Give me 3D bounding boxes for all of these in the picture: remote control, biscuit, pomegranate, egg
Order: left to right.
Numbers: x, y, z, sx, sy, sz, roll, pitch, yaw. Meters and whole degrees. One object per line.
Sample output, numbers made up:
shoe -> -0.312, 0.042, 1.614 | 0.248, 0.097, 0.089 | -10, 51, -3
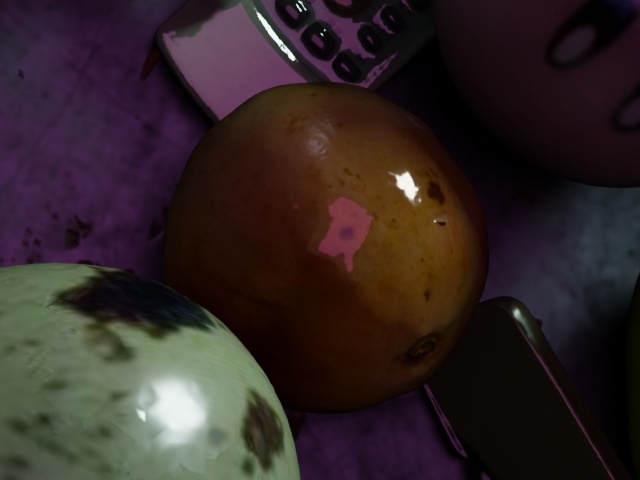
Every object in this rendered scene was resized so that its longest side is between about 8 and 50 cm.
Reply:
egg -> -0.176, 0.184, 0.994 | 0.287, 0.287, 0.379 | 39, 75, -4
pomegranate -> 0.004, 0.001, 1.112 | 0.191, 0.191, 0.191 | 2, 82, -12
remote control -> 0.032, -0.169, 1.217 | 0.285, 0.038, 0.123 | -41, 92, -14
biscuit -> 0.160, 0.180, 1.173 | 0.038, 0.099, 0.322 | -27, 86, -50

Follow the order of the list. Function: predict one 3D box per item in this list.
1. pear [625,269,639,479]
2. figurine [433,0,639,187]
pear -> 0.284, 0.056, 1.149 | 0.212, 0.212, 0.269 | 35, 90, -5
figurine -> 0.175, -0.142, 1.147 | 0.211, 0.261, 0.269 | -40, 106, 18
